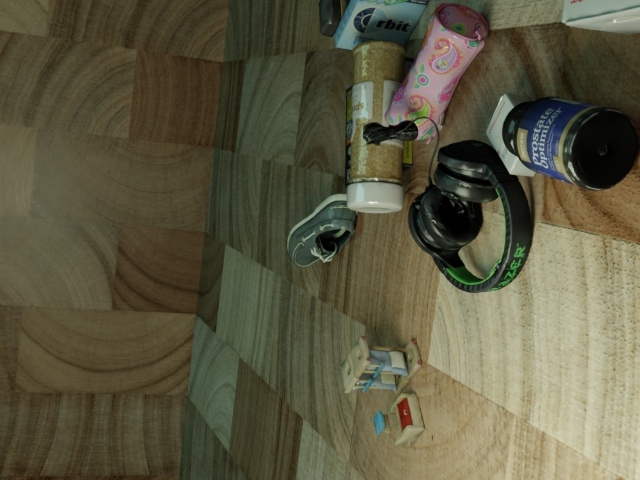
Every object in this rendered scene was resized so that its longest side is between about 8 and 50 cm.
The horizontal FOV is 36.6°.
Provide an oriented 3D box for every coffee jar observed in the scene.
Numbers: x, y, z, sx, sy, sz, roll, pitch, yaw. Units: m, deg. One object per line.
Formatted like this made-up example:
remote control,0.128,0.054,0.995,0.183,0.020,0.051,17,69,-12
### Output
coffee jar,0.085,-0.507,2.217,0.079,0.184,0.096,137,132,-61

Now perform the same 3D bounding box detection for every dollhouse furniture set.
dollhouse furniture set,0.135,0.309,1.993,0.129,0.129,0.184,118,150,-46

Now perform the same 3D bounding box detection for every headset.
headset,0.225,-0.082,1.758,0.394,0.185,0.243,63,144,36

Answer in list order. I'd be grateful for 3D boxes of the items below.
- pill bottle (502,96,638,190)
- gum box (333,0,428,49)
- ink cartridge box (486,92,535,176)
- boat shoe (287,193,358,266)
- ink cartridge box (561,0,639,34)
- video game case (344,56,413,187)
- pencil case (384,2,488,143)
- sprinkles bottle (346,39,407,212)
pill bottle,0.371,-0.154,1.474,0.219,0.122,0.123,-144,61,-66
gum box,0.134,-0.492,2.126,0.184,0.156,0.041,120,148,-49
ink cartridge box,0.340,-0.182,1.660,0.122,0.052,0.089,-110,32,-45
boat shoe,0.000,0.000,2.442,0.319,0.116,0.099,132,142,-51
ink cartridge box,0.453,-0.447,1.305,0.223,0.129,0.308,-166,81,-69
video game case,0.132,-0.264,2.231,0.275,0.035,0.248,163,110,-63
pencil case,0.228,-0.326,1.908,0.284,0.124,0.124,114,152,-43
sprinkles bottle,0.122,-0.240,2.065,0.121,0.121,0.356,163,111,-68
